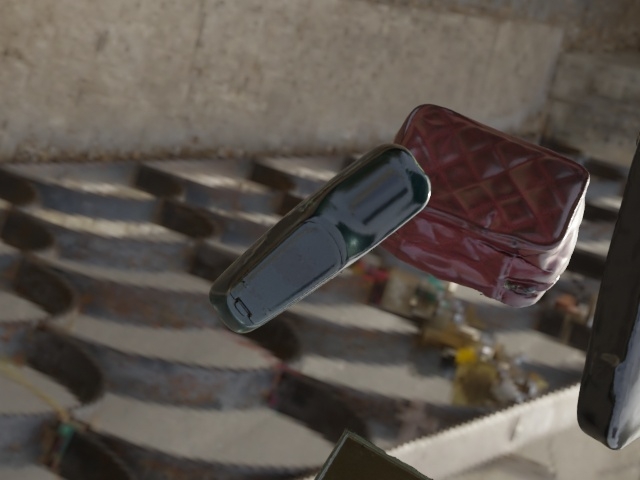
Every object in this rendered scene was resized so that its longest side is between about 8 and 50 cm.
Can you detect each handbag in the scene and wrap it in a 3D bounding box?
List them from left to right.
[{"bbox_3d":[0.166,-0.035,1.625,0.135,0.225,0.146,100,14,-56],"label":"handbag"}]

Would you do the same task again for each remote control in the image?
[{"bbox_3d":[0.000,0.000,1.330,0.222,0.042,0.072,-38,104,-4],"label":"remote control"}]

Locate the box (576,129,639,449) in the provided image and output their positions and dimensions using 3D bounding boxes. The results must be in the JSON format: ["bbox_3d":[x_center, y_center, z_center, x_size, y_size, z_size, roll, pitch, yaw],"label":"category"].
[{"bbox_3d":[0.314,0.007,1.255,0.289,0.073,0.290,-19,124,-50],"label":"box"}]

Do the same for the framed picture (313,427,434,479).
[{"bbox_3d":[0.065,0.272,1.586,0.109,0.149,0.011,-53,170,-38],"label":"framed picture"}]
